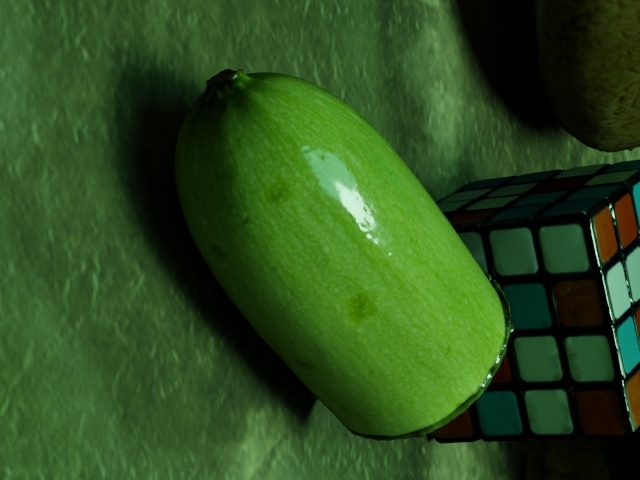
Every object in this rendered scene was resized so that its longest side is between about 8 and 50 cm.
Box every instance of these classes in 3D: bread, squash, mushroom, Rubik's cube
[{"bbox_3d":[0.187,0.182,1.423,0.083,0.046,0.081,-40,113,-51],"label":"bread"},{"bbox_3d":[0.000,0.000,1.086,0.247,0.132,0.132,49,46,-40],"label":"squash"},{"bbox_3d":[0.246,-0.234,1.435,0.345,0.239,0.345,-33,135,-39],"label":"mushroom"},{"bbox_3d":[0.156,0.040,1.296,0.151,0.154,0.155,-32,113,-56],"label":"Rubik's cube"}]

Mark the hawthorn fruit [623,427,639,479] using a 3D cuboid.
[{"bbox_3d":[0.395,0.177,1.527,0.308,0.308,0.325,-54,142,-47],"label":"hawthorn fruit"}]
